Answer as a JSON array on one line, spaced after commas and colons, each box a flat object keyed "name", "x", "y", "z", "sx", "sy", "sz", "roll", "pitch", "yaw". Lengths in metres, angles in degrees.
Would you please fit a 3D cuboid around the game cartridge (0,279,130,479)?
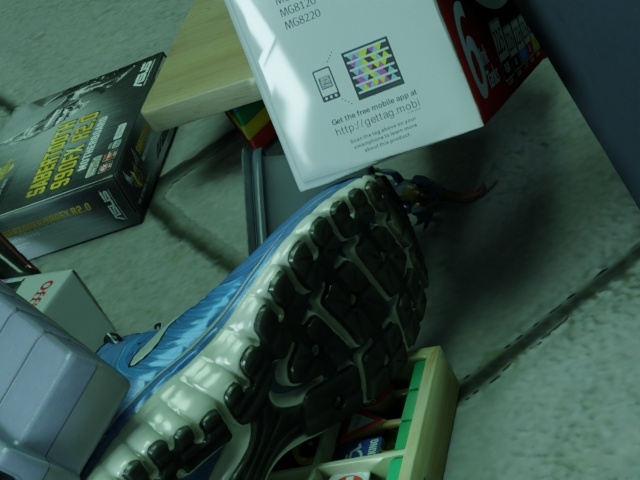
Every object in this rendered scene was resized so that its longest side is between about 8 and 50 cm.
[{"name": "game cartridge", "x": -0.260, "y": 0.185, "z": 0.815, "sx": 0.230, "sy": 0.068, "sz": 0.355, "roll": 25, "pitch": 84, "yaw": 55}]

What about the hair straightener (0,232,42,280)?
[{"name": "hair straightener", "x": -0.306, "y": 0.007, "z": 1.243, "sx": 0.230, "sy": 0.089, "sz": 0.047, "roll": 44, "pitch": 115, "yaw": 31}]

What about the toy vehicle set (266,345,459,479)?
[{"name": "toy vehicle set", "x": -0.019, "y": 0.174, "z": 0.837, "sx": 0.166, "sy": 0.035, "sz": 0.267, "roll": -14, "pitch": 32, "yaw": 24}]

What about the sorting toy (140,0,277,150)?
[{"name": "sorting toy", "x": -0.003, "y": -0.183, "z": 1.326, "sx": 0.257, "sy": 0.089, "sz": 0.255, "roll": -15, "pitch": 32, "yaw": 22}]

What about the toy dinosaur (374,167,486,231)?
[{"name": "toy dinosaur", "x": 0.067, "y": -0.031, "z": 1.103, "sx": 0.090, "sy": 0.047, "sz": 0.082, "roll": 3, "pitch": 12, "yaw": -16}]

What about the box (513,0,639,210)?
[{"name": "box", "x": 0.271, "y": -0.221, "z": 0.861, "sx": 0.312, "sy": 0.343, "sz": 0.179, "roll": -34, "pitch": 9, "yaw": -11}]

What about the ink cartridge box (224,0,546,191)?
[{"name": "ink cartridge box", "x": 0.033, "y": -0.207, "z": 0.991, "sx": 0.130, "sy": 0.272, "sz": 0.309, "roll": -19, "pitch": 9, "yaw": 19}]

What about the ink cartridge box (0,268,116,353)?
[{"name": "ink cartridge box", "x": -0.265, "y": 0.095, "z": 1.133, "sx": 0.175, "sy": 0.072, "sz": 0.127, "roll": -9, "pitch": 34, "yaw": 31}]

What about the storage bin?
[{"name": "storage bin", "x": 0.000, "y": 0.000, "z": 1.038, "sx": 0.091, "sy": 0.098, "sz": 0.135, "roll": -9, "pitch": 53, "yaw": 7}]

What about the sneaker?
[{"name": "sneaker", "x": -0.066, "y": 0.072, "z": 0.869, "sx": 0.147, "sy": 0.130, "sz": 0.330, "roll": 13, "pitch": 50, "yaw": 47}]

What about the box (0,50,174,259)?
[{"name": "box", "x": -0.236, "y": -0.077, "z": 1.392, "sx": 0.183, "sy": 0.056, "sz": 0.231, "roll": -17, "pitch": 31, "yaw": 20}]
